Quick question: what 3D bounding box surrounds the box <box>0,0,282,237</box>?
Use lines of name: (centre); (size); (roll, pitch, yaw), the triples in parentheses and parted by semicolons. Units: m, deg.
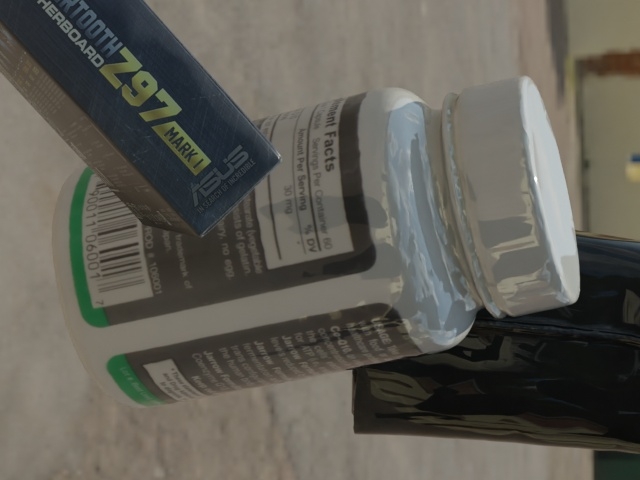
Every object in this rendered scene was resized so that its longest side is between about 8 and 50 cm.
box: (-0.119, -0.088, 0.744); (0.183, 0.059, 0.233); (47, -9, -10)

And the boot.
boot: (0.243, 0.171, 1.266); (0.146, 0.445, 0.367); (110, -11, -80)

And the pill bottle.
pill bottle: (0.000, 0.000, 1.099); (0.204, 0.361, 0.204); (-12, 90, -74)
